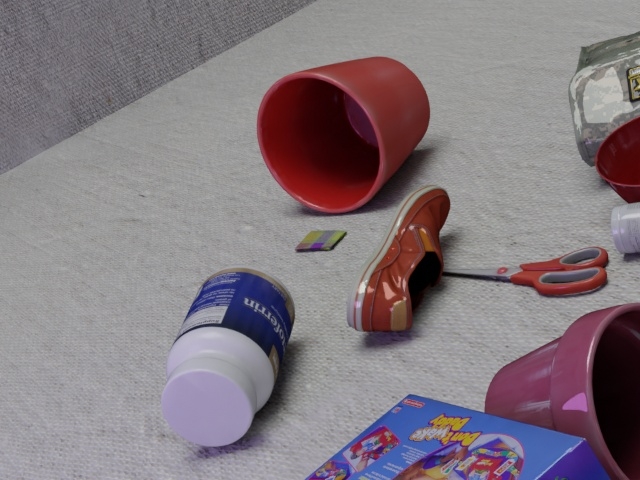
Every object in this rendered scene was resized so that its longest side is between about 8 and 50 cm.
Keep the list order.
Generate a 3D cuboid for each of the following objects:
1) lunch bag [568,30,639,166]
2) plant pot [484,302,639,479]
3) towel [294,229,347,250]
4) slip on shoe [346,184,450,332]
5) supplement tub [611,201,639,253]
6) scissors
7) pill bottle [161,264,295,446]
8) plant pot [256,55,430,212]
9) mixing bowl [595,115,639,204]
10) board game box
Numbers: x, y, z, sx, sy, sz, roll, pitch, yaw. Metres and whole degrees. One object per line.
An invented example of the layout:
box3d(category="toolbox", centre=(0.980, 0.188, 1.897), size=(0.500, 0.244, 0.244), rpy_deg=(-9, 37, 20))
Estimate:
box3d(category="lunch bag", centre=(0.529, -0.234, 1.892), size=(0.235, 0.169, 0.287), rpy_deg=(-14, 23, 24))
box3d(category="plant pot", centre=(0.278, 0.177, 1.246), size=(0.180, 0.201, 0.201), rpy_deg=(-19, 18, 50))
box3d(category="towel", centre=(0.000, 0.000, 2.078), size=(0.083, 0.009, 0.060), rpy_deg=(-2, 30, 38))
box3d(category="slip on shoe", centre=(0.140, 0.029, 1.783), size=(0.101, 0.123, 0.331), rpy_deg=(11, 36, 19))
box3d(category="supplement tub", centre=(0.460, -0.021, 1.633), size=(0.107, 0.071, 0.071), rpy_deg=(-7, 28, 31))
box3d(category="scissors", centre=(0.273, 0.051, 1.710), size=(0.297, 0.021, 0.109), rpy_deg=(-6, 28, 32))
box3d(category="pill bottle", centre=(-0.130, 0.160, 1.677), size=(0.153, 0.153, 0.264), rpy_deg=(-15, 25, 18))
box3d(category="plant pot", centre=(0.062, -0.214, 2.203), size=(0.275, 0.274, 0.243), rpy_deg=(-3, 20, 38))
box3d(category="mixing bowl", centre=(0.497, -0.100, 1.716), size=(0.181, 0.098, 0.181), rpy_deg=(-21, 32, 14))
box3d(category="board game box", centre=(0.093, 0.264, 1.141), size=(0.233, 0.078, 0.347), rpy_deg=(-37, 12, -17))
